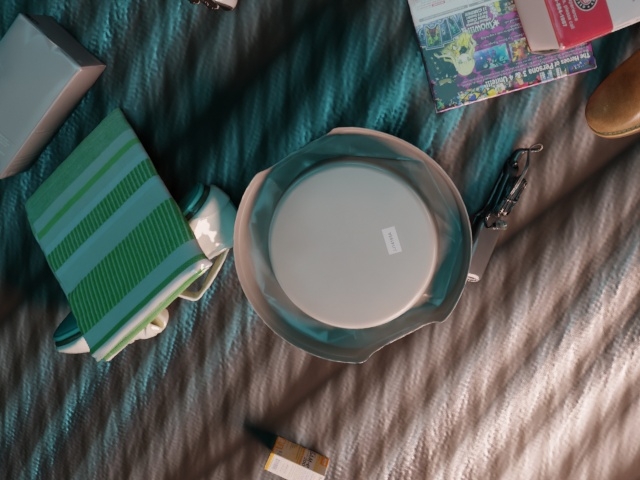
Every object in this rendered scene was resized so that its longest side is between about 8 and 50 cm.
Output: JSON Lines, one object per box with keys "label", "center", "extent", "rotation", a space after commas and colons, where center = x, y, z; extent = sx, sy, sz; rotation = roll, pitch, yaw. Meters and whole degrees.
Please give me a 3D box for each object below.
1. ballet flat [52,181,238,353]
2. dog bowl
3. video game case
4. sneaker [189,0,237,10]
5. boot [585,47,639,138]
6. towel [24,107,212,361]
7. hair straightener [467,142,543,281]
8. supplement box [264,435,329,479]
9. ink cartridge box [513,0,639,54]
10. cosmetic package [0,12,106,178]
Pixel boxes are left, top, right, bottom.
{"label": "ballet flat", "center": [-0.268, 0.077, 1.245], "extent": [0.400, 0.139, 0.139], "rotation": [-43, 94, 17]}
{"label": "dog bowl", "center": [0.050, 0.003, 1.157], "extent": [0.349, 0.102, 0.348], "rotation": [2, 101, 10]}
{"label": "video game case", "center": [0.250, -0.313, 1.093], "extent": [0.232, 0.042, 0.210], "rotation": [-15, 101, 12]}
{"label": "sneaker", "center": [-0.251, -0.429, 1.120], "extent": [0.292, 0.110, 0.118], "rotation": [16, 99, -4]}
{"label": "boot", "center": [0.445, -0.239, 0.990], "extent": [0.305, 0.115, 0.112], "rotation": [-40, 56, 47]}
{"label": "towel", "center": [-0.323, -0.011, 1.188], "extent": [0.248, 0.038, 0.324], "rotation": [-42, 63, 14]}
{"label": "hair straightener", "center": [0.270, -0.039, 1.140], "extent": [0.047, 0.089, 0.230], "rotation": [24, 105, -16]}
{"label": "supplement box", "center": [-0.039, 0.379, 1.311], "extent": [0.099, 0.062, 0.036], "rotation": [23, 105, 2]}
{"label": "ink cartridge box", "center": [0.391, -0.395, 0.974], "extent": [0.306, 0.131, 0.226], "rotation": [-21, 101, -1]}
{"label": "cosmetic package", "center": [-0.463, -0.224, 1.204], "extent": [0.127, 0.107, 0.238], "rotation": [44, 104, -3]}
